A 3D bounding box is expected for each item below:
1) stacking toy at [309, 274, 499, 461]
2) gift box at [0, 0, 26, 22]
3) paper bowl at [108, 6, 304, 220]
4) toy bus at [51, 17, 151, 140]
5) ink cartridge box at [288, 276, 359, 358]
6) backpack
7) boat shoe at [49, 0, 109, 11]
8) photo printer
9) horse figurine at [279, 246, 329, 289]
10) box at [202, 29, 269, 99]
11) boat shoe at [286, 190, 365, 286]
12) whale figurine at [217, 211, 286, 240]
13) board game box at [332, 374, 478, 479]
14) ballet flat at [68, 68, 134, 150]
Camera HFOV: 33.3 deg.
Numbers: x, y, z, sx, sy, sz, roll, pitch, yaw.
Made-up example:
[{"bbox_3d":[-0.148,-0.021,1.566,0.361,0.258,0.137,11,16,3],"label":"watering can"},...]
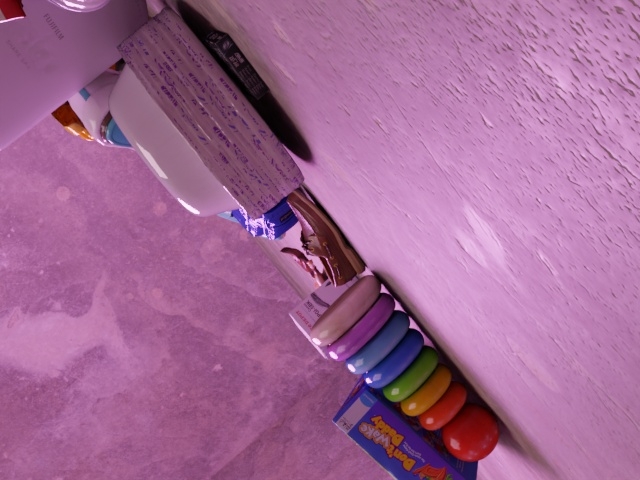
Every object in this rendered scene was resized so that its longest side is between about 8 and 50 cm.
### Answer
[{"bbox_3d":[0.140,0.213,1.643,0.330,0.141,0.141,46,175,-2],"label":"stacking toy"},{"bbox_3d":[-0.239,-0.284,0.668,0.258,0.276,0.255,48,163,60],"label":"gift box"},{"bbox_3d":[-0.160,-0.145,1.369,0.284,0.148,0.284,53,180,0],"label":"paper bowl"},{"bbox_3d":[-0.302,-0.226,1.760,0.211,0.220,0.149,47,178,-38],"label":"toy bus"},{"bbox_3d":[0.027,0.127,1.897,0.099,0.135,0.056,45,173,36],"label":"ink cartridge box"},{"bbox_3d":[-0.083,-0.069,1.680,0.101,0.098,0.120,37,157,23],"label":"backpack"},{"bbox_3d":[-0.277,-0.360,1.128,0.156,0.136,0.367,43,162,31],"label":"boat shoe"},{"bbox_3d":[-0.374,-0.287,1.366,0.107,0.307,0.256,45,170,34],"label":"photo printer"},{"bbox_3d":[0.031,0.098,2.057,0.263,0.066,0.174,44,167,35],"label":"horse figurine"},{"bbox_3d":[-0.099,-0.205,1.245,0.083,0.018,0.067,52,174,-23],"label":"box"},{"bbox_3d":[0.000,0.000,1.638,0.178,0.060,0.064,52,174,-26],"label":"boat shoe"},{"bbox_3d":[-0.183,-0.093,2.072,0.272,0.141,0.216,51,174,-22],"label":"whale figurine"},{"bbox_3d":[0.157,0.313,1.808,0.233,0.078,0.347,42,-169,5],"label":"board game box"},{"bbox_3d":[-0.246,-0.187,1.628,0.139,0.139,0.400,48,-168,19],"label":"ballet flat"}]
